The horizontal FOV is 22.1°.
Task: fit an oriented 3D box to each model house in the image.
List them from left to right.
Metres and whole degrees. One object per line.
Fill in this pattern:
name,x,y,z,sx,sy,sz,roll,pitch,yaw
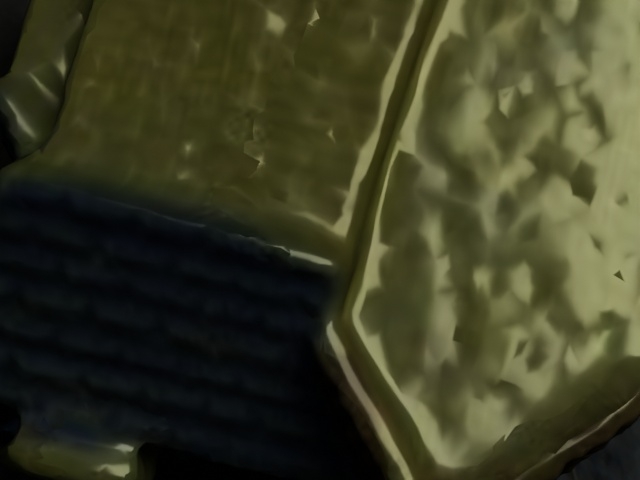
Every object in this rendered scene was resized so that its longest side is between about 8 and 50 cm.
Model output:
model house,0.000,0.000,0.719,0.321,0.261,0.266,14,75,1

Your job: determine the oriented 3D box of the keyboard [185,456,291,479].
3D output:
keyboard,-0.056,0.229,0.689,0.106,0.027,0.317,28,56,-10
